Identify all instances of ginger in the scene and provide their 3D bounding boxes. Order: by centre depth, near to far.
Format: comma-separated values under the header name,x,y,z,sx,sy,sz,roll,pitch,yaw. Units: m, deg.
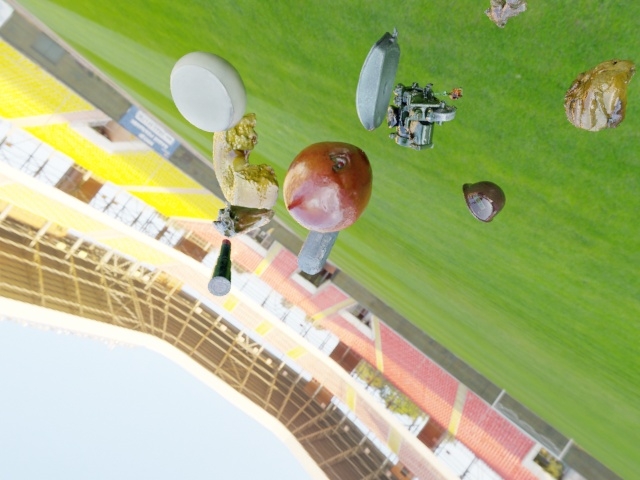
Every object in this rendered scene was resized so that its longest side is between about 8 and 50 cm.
name,x,y,z,sx,sy,sz,roll,pitch,yaw
ginger,0.726,-0.913,1.569,0.122,0.084,0.290,47,-168,-8

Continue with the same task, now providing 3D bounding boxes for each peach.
name,x,y,z,sx,sy,sz,roll,pitch,yaw
peach,0.027,-0.151,1.079,0.238,0.281,0.281,43,176,-5

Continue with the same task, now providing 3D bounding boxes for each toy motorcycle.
name,x,y,z,sx,sy,sz,roll,pitch,yaw
toy motorcycle,0.283,-0.359,1.202,0.275,0.127,0.205,-112,17,-51

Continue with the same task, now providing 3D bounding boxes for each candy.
name,x,y,z,sx,sy,sz,roll,pitch,yaw
candy,0.506,-0.596,1.634,0.055,0.184,0.049,-52,54,57

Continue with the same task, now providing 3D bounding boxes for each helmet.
name,x,y,z,sx,sy,sz,roll,pitch,yaw
helmet,0.618,-0.166,1.489,0.155,0.106,0.175,-9,-113,-37

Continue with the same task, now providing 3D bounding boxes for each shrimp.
name,x,y,z,sx,sy,sz,roll,pitch,yaw
shrimp,-0.204,-0.061,1.087,0.317,0.168,0.077,139,107,-85

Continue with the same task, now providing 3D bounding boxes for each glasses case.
name,x,y,z,sx,sy,sz,roll,pitch,yaw
glasses case,0.000,0.000,1.611,0.109,0.282,0.067,25,178,16

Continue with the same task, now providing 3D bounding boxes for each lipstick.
name,x,y,z,sx,sy,sz,roll,pitch,yaw
lipstick,-0.249,0.055,1.014,0.053,0.053,0.234,39,-167,-24

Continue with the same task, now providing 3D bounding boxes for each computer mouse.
name,x,y,z,sx,sy,sz,roll,pitch,yaw
computer mouse,0.124,-0.372,0.933,0.068,0.229,0.113,23,-148,22

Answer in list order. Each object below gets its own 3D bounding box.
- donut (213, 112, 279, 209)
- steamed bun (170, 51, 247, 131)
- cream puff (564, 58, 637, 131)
name,x,y,z,sx,sy,sz,roll,pitch,yaw
donut,-0.352,-0.311,1.757,0.435,0.163,0.377,67,150,16
steamed bun,-0.320,-0.449,1.198,0.231,0.145,0.232,15,137,14
cream puff,0.502,-0.258,0.728,0.104,0.119,0.133,5,-175,28
